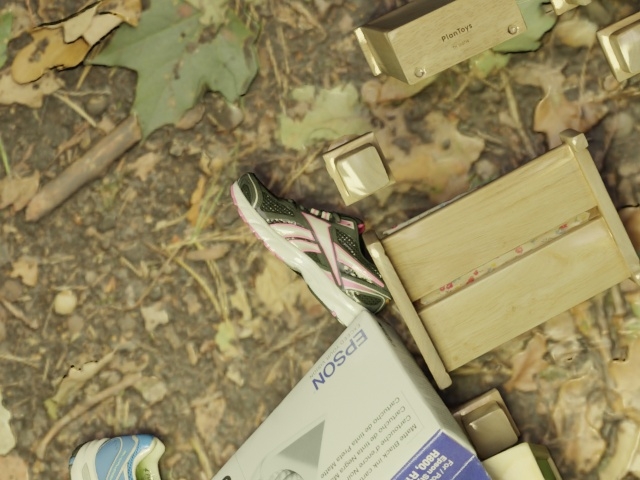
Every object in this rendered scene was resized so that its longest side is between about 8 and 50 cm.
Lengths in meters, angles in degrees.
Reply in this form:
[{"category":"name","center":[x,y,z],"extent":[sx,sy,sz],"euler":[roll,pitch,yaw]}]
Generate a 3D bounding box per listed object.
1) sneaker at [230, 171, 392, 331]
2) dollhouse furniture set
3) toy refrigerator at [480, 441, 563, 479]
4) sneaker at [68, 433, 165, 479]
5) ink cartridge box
[{"category":"sneaker","center":[0.000,0.000,1.254],"extent":[0.077,0.072,0.178],"euler":[-44,81,-1]},{"category":"dollhouse furniture set","center":[0.178,-0.049,1.213],"extent":[0.303,0.174,0.355],"euler":[-26,103,0]},{"category":"toy refrigerator","center":[0.193,0.297,1.113],"extent":[0.094,0.102,0.269],"euler":[-27,73,12]},{"category":"sneaker","center":[-0.158,0.269,1.245],"extent":[0.081,0.080,0.211],"euler":[-22,76,17]},{"category":"ink cartridge box","center":[0.017,0.203,1.147],"extent":[0.223,0.045,0.224],"euler":[-49,38,12]}]
